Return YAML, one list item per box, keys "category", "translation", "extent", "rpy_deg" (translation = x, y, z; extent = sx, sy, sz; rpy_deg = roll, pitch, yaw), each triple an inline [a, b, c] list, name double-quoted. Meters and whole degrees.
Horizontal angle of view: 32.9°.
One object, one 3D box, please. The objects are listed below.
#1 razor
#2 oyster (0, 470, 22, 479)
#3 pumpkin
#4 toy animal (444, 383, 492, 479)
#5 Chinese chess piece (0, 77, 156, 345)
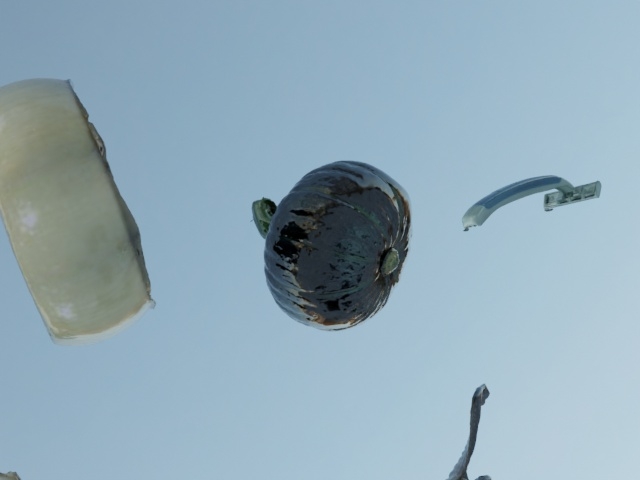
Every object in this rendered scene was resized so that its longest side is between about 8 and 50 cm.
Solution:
- category: "razor"
  translation: [0.199, -0.041, 1.068]
  extent: [0.191, 0.068, 0.037]
  rpy_deg: [-12, -92, -44]
- category: "oyster"
  translation: [-0.419, 0.448, 1.552]
  extent: [0.161, 0.233, 0.107]
  rpy_deg: [-50, -10, 0]
- category: "pumpkin"
  translation: [0.000, 0.000, 1.549]
  extent: [0.248, 0.248, 0.248]
  rpy_deg: [-23, -49, -29]
- category: "toy animal"
  translation: [0.181, 0.336, 1.370]
  extent: [0.160, 0.272, 0.197]
  rpy_deg: [-29, -18, 14]
- category: "Chinese chess piece"
  translation: [-0.319, -0.036, 1.348]
  extent: [0.140, 0.338, 0.338]
  rpy_deg: [-21, -49, -13]
